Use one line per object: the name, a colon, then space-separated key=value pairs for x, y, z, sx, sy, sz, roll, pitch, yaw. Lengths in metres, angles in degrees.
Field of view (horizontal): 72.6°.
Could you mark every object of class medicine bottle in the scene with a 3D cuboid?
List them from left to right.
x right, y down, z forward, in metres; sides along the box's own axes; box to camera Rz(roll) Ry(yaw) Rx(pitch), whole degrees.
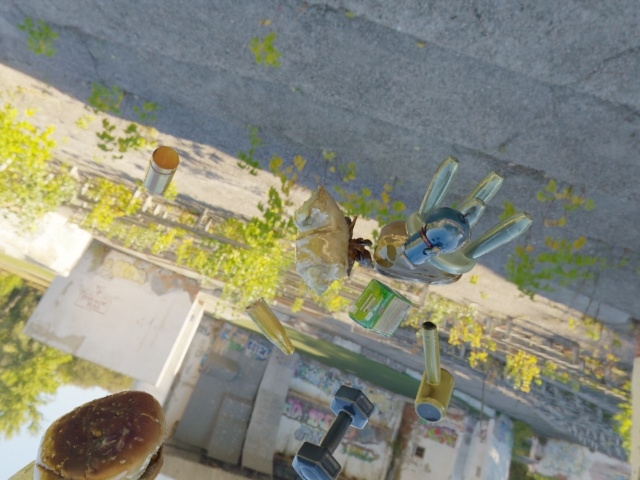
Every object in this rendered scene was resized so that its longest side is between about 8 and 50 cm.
medicine bottle: x=-0.578 y=-0.250 z=1.576 sx=0.096 sy=0.096 sz=0.192 roll=28 pitch=146 yaw=-17

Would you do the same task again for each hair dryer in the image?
hair dryer: x=0.302 y=0.349 z=1.187 sx=0.090 sy=0.135 sz=0.279 roll=3 pitch=118 yaw=28

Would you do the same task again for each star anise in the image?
star anise: x=0.072 y=0.016 z=1.346 sx=0.196 sy=0.212 sz=0.111 roll=-20 pitch=153 yaw=-6

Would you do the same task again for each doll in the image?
doll: x=0.220 y=-0.007 z=0.826 sx=0.085 sy=0.114 sz=0.152 roll=42 pitch=118 yaw=-17

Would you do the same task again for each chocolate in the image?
chocolate: x=-0.166 y=0.302 z=1.489 sx=0.219 sy=0.085 sz=0.085 roll=56 pitch=151 yaw=-10

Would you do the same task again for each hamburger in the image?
hamburger: x=-0.456 y=0.437 z=0.902 sx=0.243 sy=0.286 sz=0.146 roll=14 pitch=120 yaw=17

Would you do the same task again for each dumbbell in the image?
dumbbell: x=0.048 y=0.639 z=1.434 sx=0.144 sy=0.325 sz=0.160 roll=28 pitch=134 yaw=16

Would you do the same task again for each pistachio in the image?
pistachio: x=0.283 y=0.032 z=1.245 sx=0.260 sy=0.213 sz=0.163 roll=19 pitch=149 yaw=16

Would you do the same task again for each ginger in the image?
ginger: x=0.000 y=0.000 z=1.066 sx=0.138 sy=0.267 sz=0.152 roll=-12 pitch=175 yaw=39

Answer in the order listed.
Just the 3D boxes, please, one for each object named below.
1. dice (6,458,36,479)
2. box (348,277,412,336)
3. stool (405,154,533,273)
dice: x=-0.647 y=0.613 z=0.998 sx=0.169 sy=0.169 sz=0.166 roll=-27 pitch=100 yaw=20
box: x=0.226 y=0.256 z=1.612 sx=0.103 sy=0.180 sz=0.250 roll=36 pitch=-178 yaw=35
stool: x=0.329 y=-0.054 z=1.002 sx=0.195 sy=0.195 sz=0.199 roll=13 pitch=131 yaw=-27
